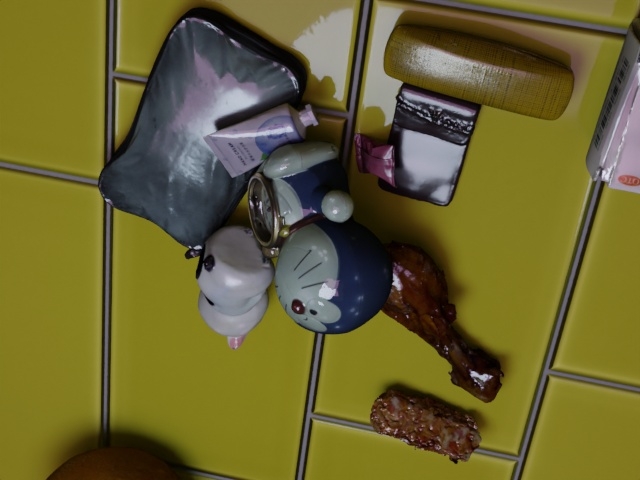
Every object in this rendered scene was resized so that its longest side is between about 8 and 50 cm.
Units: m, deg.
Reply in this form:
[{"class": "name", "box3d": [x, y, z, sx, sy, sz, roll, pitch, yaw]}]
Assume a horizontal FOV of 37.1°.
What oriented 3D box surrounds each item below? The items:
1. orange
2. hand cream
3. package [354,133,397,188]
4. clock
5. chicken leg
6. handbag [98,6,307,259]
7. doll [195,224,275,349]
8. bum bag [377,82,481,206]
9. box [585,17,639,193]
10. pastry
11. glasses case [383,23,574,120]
[{"class": "orange", "box3d": [-0.332, 0.453, 1.514, 0.264, 0.264, 0.264, 5, 117, 9]}, {"class": "hand cream", "box3d": [-0.069, -0.133, 1.218, 0.142, 0.053, 0.084, -25, 137, 8]}, {"class": "package", "box3d": [0.074, -0.106, 1.254, 0.083, 0.029, 0.059, 27, 132, 48]}, {"class": "clock", "box3d": [0.000, 0.000, 1.214, 0.199, 0.147, 0.243, -44, 62, 58]}, {"class": "chicken leg", "box3d": [0.159, 0.116, 1.339, 0.113, 0.093, 0.304, -19, 121, 38]}, {"class": "handbag", "box3d": [-0.166, -0.135, 1.284, 0.192, 0.075, 0.332, 29, 115, -7]}, {"class": "doll", "box3d": [-0.120, 0.063, 1.338, 0.107, 0.110, 0.180, -23, 149, -18]}, {"class": "bum bag", "box3d": [0.139, -0.122, 1.248, 0.109, 0.026, 0.159, 15, 120, 6]}, {"class": "box", "box3d": [0.494, -0.133, 1.104, 0.333, 0.145, 0.173, 11, 116, 5]}, {"class": "pastry", "box3d": [0.153, 0.277, 1.418, 0.169, 0.087, 0.063, 23, 152, 0]}, {"class": "glasses case", "box3d": [0.193, -0.210, 1.171, 0.234, 0.064, 0.079, 16, 122, 3]}]
